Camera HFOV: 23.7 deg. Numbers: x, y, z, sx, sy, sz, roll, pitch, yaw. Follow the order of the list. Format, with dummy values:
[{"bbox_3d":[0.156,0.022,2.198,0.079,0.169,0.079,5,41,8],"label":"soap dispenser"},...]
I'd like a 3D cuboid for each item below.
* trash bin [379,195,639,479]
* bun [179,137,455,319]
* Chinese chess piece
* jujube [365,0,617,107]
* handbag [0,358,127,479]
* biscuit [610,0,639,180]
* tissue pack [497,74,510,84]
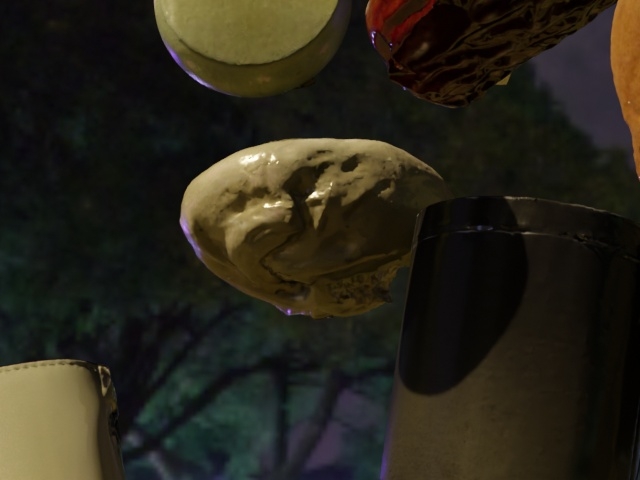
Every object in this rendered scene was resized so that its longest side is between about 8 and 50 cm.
[{"bbox_3d":[0.152,0.138,1.178,0.252,0.302,0.203,4,-17,24],"label":"trash bin"},{"bbox_3d":[0.000,0.000,1.320,0.237,0.116,0.210,-2,-27,9],"label":"bun"},{"bbox_3d":[-0.049,-0.174,1.108,0.144,0.144,0.058,3,-19,4],"label":"Chinese chess piece"},{"bbox_3d":[0.170,-0.254,1.262,0.216,0.216,0.342,12,-45,-29],"label":"jujube"},{"bbox_3d":[-0.238,0.283,1.114,0.236,0.359,0.160,-13,-27,-3],"label":"handbag"},{"bbox_3d":[0.511,-0.192,1.885,0.078,0.455,0.350,0,-34,-36],"label":"biscuit"},{"bbox_3d":[0.169,-0.212,1.707,0.094,0.059,0.074,-2,-37,-19],"label":"tissue pack"}]
